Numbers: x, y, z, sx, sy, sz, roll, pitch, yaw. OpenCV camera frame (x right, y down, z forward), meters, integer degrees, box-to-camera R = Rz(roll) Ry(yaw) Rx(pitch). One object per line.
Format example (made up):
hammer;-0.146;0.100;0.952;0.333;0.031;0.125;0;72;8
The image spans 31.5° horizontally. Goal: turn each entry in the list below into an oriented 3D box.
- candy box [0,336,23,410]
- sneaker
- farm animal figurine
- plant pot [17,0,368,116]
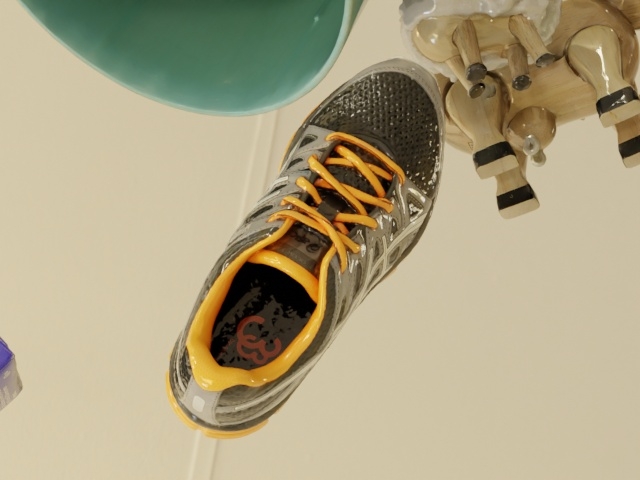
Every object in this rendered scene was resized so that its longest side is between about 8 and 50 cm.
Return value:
candy box;-0.407;0.103;0.752;0.268;0.122;0.317;45;-112;8
sneaker;0.000;0.000;0.548;0.084;0.083;0.215;29;-103;4
farm animal figurine;0.225;-0.136;0.884;0.327;0.330;0.172;-14;-122;1
plant pot;-0.060;-0.268;0.754;0.293;0.293;0.235;33;-125;2
